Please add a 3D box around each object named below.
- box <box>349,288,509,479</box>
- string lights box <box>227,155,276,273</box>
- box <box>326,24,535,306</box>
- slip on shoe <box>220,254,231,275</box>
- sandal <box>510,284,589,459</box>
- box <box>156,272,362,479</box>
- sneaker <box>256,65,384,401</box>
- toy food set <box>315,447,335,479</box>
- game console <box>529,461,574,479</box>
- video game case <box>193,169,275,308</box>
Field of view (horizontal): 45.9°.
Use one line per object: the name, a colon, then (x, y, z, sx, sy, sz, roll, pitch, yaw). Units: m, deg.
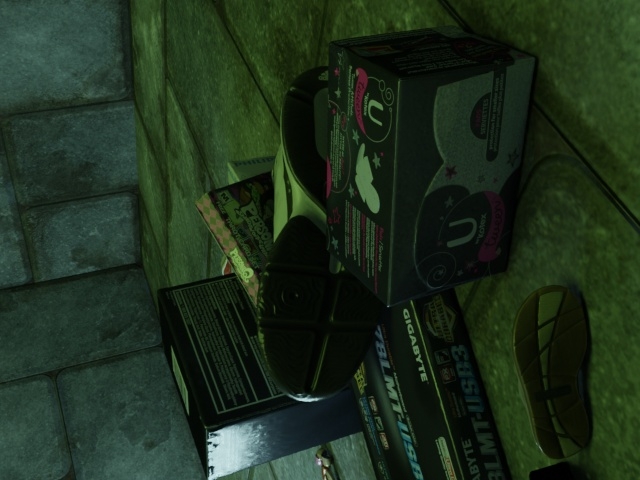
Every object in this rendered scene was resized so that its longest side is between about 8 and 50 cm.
box: (0.128, 0.225, 1.044, 0.293, 0.073, 0.295, 140, 115, -68)
string lights box: (-0.097, -0.026, 1.400, 0.076, 0.134, 0.259, -124, 30, -50)
box: (0.108, -0.080, 0.792, 0.142, 0.164, 0.247, 45, 142, 50)
slip on shoe: (-0.148, 0.034, 1.609, 0.101, 0.123, 0.331, 59, 159, 15)
sandal: (0.227, 0.129, 0.752, 0.049, 0.072, 0.180, -95, -6, -76)
box: (-0.097, 0.209, 1.300, 0.182, 0.294, 0.296, 97, 153, -45)
sneaker: (0.001, 0.000, 1.102, 0.257, 0.169, 0.447, 125, 149, -83)
toy food set: (0.014, 0.469, 1.549, 0.122, 0.019, 0.078, 67, 158, 8)
game console: (0.243, 0.299, 0.776, 0.107, 0.071, 0.122, 116, 138, -58)
video game case: (-0.073, 0.008, 1.196, 0.042, 0.210, 0.232, -32, 88, 30)
